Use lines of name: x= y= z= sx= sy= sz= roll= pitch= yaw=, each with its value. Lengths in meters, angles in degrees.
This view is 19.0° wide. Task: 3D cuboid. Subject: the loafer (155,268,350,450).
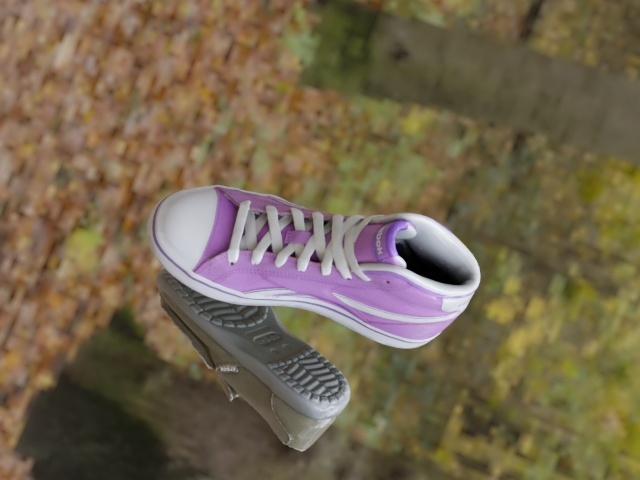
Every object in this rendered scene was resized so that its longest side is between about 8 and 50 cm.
loafer: x=-0.077 y=0.110 z=1.803 sx=0.094 sy=0.251 sz=0.087 roll=-10 pitch=130 yaw=-40

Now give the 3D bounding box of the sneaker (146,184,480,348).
sneaker: x=0.000 y=-0.001 z=1.623 sx=0.161 sy=0.282 sz=0.102 roll=131 pitch=-28 yaw=-65
